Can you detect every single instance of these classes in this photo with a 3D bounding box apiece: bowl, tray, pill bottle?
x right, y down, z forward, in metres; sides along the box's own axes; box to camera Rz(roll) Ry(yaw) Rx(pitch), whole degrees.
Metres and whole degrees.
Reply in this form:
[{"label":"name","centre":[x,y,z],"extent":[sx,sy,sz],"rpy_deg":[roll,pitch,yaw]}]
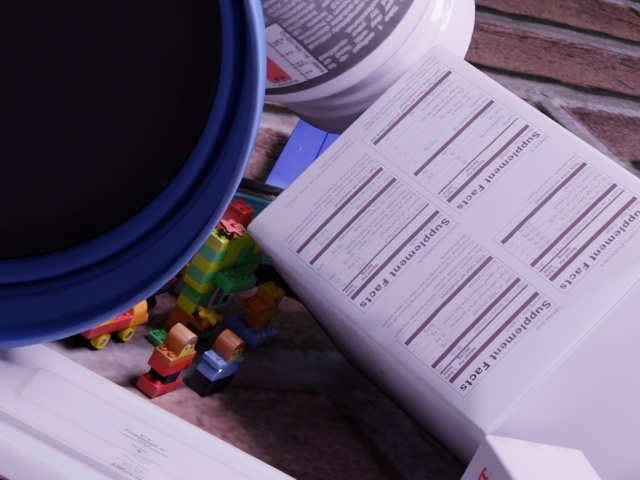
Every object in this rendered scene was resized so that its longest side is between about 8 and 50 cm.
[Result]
[{"label":"bowl","centre":[-0.224,-0.120,1.127],"extent":[0.391,0.391,0.077],"rpy_deg":[25,27,-8]},{"label":"tray","centre":[-0.117,0.135,1.183],"extent":[0.270,0.030,0.145],"rpy_deg":[28,23,0]},{"label":"pill bottle","centre":[-0.043,-0.220,1.306],"extent":[0.210,0.210,0.363],"rpy_deg":[46,4,36]}]

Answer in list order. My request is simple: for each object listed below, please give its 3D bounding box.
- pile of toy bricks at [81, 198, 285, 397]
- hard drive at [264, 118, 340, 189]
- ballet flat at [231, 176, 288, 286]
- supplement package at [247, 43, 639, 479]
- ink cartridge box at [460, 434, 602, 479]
[{"label":"pile of toy bricks","centre":[-0.080,0.028,1.354],"extent":[0.118,0.105,0.212],"rpy_deg":[37,24,20]},{"label":"hard drive","centre":[0.103,0.000,1.707],"extent":[0.318,0.040,0.210],"rpy_deg":[27,22,-2]},{"label":"ballet flat","centre":[0.000,0.000,1.531],"extent":[0.280,0.095,0.096],"rpy_deg":[23,11,-13]},{"label":"supplement package","centre":[0.129,0.040,1.322],"extent":[0.262,0.198,0.199],"rpy_deg":[40,-9,40]},{"label":"ink cartridge box","centre":[0.135,0.229,1.124],"extent":[0.082,0.140,0.191],"rpy_deg":[11,27,-31]}]
